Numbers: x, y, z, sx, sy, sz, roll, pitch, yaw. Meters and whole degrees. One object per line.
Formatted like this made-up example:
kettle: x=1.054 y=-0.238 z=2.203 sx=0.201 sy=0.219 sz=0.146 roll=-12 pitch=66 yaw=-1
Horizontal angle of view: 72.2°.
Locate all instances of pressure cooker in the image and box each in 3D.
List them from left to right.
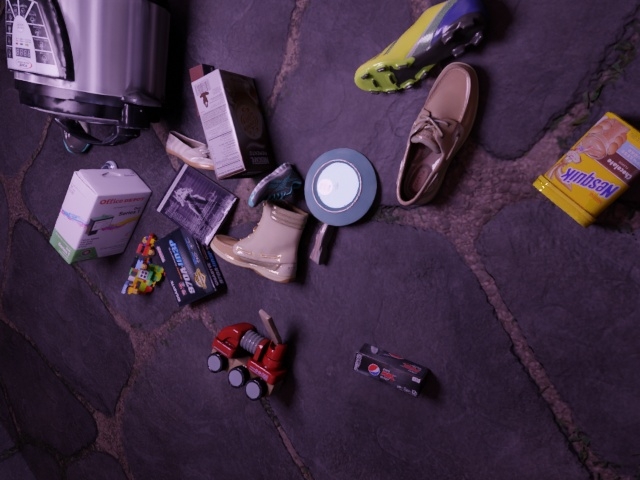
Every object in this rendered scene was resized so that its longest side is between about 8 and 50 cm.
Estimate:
pressure cooker: x=-0.591 y=-0.465 z=1.160 sx=0.370 sy=0.376 sz=0.420 roll=-132 pitch=50 yaw=-64

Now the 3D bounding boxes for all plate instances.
plate: x=0.041 y=-0.128 z=1.044 sx=0.188 sy=0.024 sz=0.188 roll=0 pitch=89 yaw=24

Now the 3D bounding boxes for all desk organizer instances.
desk organizer: x=-0.314 y=-0.407 z=1.196 sx=0.050 sy=0.047 sz=0.130 roll=-5 pitch=97 yaw=32

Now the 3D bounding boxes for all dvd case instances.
dvd case: x=-0.360 y=-0.105 z=1.265 sx=0.221 sy=0.018 sz=0.164 roll=33 pitch=93 yaw=19

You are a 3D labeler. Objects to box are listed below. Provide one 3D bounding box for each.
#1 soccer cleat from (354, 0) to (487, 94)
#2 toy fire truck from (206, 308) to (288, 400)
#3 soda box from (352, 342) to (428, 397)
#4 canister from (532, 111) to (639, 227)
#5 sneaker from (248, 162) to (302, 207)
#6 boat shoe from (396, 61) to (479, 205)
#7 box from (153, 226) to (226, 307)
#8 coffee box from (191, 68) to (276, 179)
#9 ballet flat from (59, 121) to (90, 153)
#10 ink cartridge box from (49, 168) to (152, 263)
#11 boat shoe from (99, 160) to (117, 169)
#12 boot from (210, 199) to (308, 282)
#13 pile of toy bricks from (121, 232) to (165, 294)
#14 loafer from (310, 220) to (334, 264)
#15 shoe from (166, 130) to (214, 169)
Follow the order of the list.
soccer cleat: x=0.199 y=-0.402 z=0.905 sx=0.289 sy=0.093 sz=0.121 roll=-19 pitch=59 yaw=35
toy fire truck: x=-0.186 y=0.284 z=1.209 sx=0.217 sy=0.158 sz=0.246 roll=27 pitch=100 yaw=23
soda box: x=0.167 y=0.310 z=1.056 sx=0.169 sy=0.060 sz=0.053 roll=18 pitch=109 yaw=25
canister: x=0.493 y=-0.126 z=0.785 sx=0.126 sy=0.073 sz=0.170 roll=45 pitch=115 yaw=14
sneaker: x=-0.106 y=-0.125 z=1.077 sx=0.076 sy=0.166 sz=0.065 roll=44 pitch=147 yaw=1
boat shoe: x=0.234 y=-0.211 z=0.898 sx=0.109 sy=0.098 sz=0.302 roll=28 pitch=112 yaw=22
box: x=-0.399 y=0.072 z=1.330 sx=0.175 sy=0.051 sz=0.220 roll=-24 pitch=87 yaw=30
coffee box: x=-0.215 y=-0.286 z=1.111 sx=0.098 sy=0.141 sz=0.246 roll=-13 pitch=94 yaw=30
ballet flat: x=-0.843 y=-0.432 z=1.468 sx=0.096 sy=0.095 sz=0.280 roll=-21 pitch=99 yaw=21
ink cartridge box: x=-0.686 y=-0.079 z=1.375 sx=0.117 sy=0.201 sz=0.278 roll=43 pitch=116 yaw=15
boat shoe: x=-0.744 y=-0.186 z=1.455 sx=0.065 sy=0.083 sz=0.183 roll=47 pitch=117 yaw=14
boot: x=-0.163 y=-0.023 z=1.156 sx=0.262 sy=0.095 sz=0.203 roll=22 pitch=110 yaw=22
pile of toy bricks: x=-0.548 y=0.095 z=1.403 sx=0.105 sy=0.118 sz=0.212 roll=22 pitch=102 yaw=-17
loafer: x=0.000 y=0.000 z=1.102 sx=0.039 sy=0.045 sz=0.125 roll=26 pitch=114 yaw=30
shoe: x=-0.355 y=-0.250 z=1.231 sx=0.219 sy=0.076 sz=0.058 roll=26 pitch=116 yaw=25
